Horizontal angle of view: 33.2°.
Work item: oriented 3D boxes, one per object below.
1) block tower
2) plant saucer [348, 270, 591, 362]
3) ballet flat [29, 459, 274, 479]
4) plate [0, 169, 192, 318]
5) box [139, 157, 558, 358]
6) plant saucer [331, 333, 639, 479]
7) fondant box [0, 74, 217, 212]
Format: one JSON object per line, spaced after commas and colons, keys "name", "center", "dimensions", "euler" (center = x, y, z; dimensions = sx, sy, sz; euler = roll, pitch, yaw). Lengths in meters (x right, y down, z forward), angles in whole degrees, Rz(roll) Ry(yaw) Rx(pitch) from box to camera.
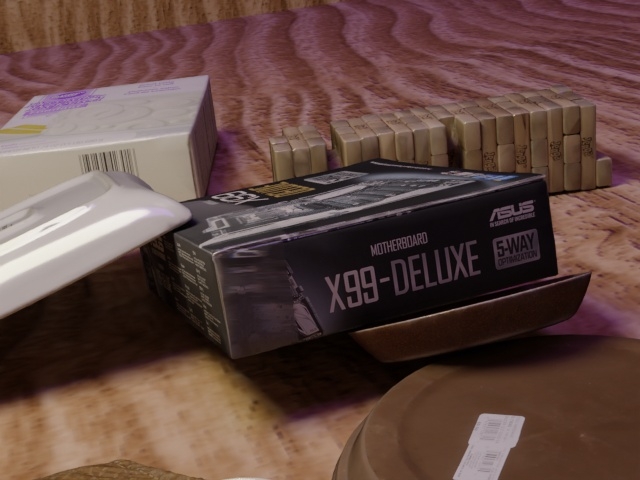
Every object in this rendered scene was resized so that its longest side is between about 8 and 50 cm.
{"name": "block tower", "center": [0.118, -0.085, 1.089], "dimensions": [0.335, 0.097, 0.091], "euler": [-8, 20, -7]}
{"name": "plant saucer", "center": [0.103, 0.054, 0.727], "dimensions": [0.168, 0.029, 0.168], "euler": [-15, -4, -1]}
{"name": "ballet flat", "center": [-0.002, 0.151, 0.466], "dimensions": [0.342, 0.116, 0.124], "euler": [0, 14, 32]}
{"name": "plate", "center": [-0.257, 0.010, 0.875], "dimensions": [0.278, 0.045, 0.277], "euler": [-27, 16, -11]}
{"name": "box", "center": [0.000, 0.000, 0.845], "dimensions": [0.242, 0.076, 0.307], "euler": [-13, 10, -17]}
{"name": "plant saucer", "center": [0.141, 0.119, 0.593], "dimensions": [0.278, 0.041, 0.278], "euler": [-6, 20, 2]}
{"name": "fondant box", "center": [-0.253, -0.110, 1.280], "dimensions": [0.238, 0.096, 0.330], "euler": [-7, 18, 0]}
